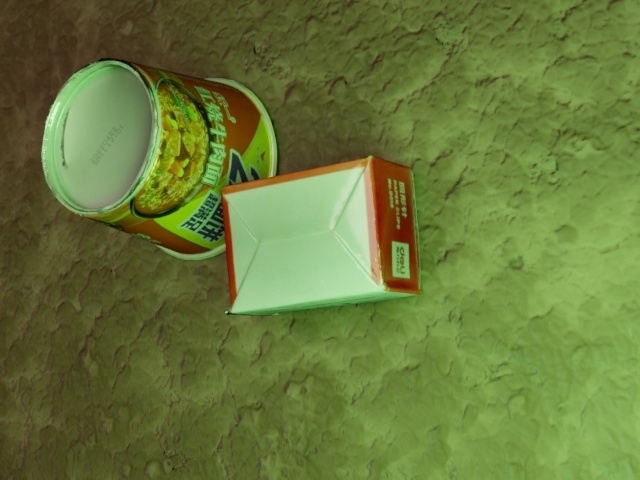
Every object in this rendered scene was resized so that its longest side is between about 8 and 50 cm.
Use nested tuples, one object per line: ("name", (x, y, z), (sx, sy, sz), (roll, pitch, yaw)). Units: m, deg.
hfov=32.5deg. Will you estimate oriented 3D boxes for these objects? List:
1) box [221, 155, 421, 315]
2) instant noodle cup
("box", (0.000, 0.000, 1.077), (0.182, 0.099, 0.133), (-11, 78, 30))
("instant noodle cup", (-0.179, -0.093, 1.164), (0.213, 0.174, 0.213), (-6, 79, 33))
